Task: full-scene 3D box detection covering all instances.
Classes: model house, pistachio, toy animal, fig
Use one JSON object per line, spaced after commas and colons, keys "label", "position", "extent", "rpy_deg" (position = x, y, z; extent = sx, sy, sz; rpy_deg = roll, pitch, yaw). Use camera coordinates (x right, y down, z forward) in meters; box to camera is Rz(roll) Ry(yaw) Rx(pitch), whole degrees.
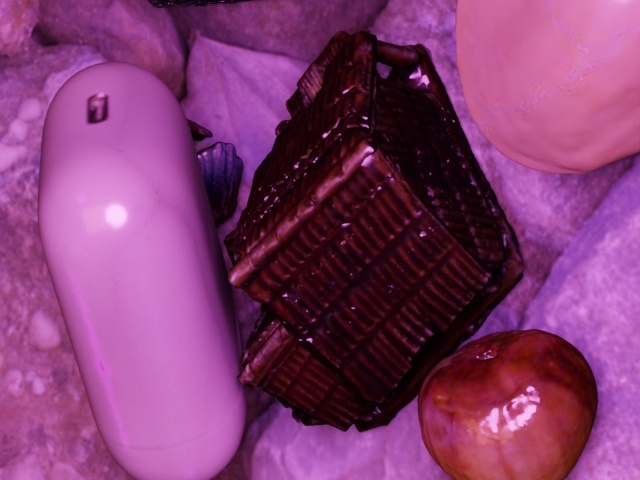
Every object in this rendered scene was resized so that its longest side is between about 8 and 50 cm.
{"label": "model house", "position": [0.000, 0.000, 1.556], "extent": [0.317, 0.282, 0.297], "rpy_deg": [-45, 72, 22]}
{"label": "pistachio", "position": [0.239, -0.209, 1.462], "extent": [0.238, 0.229, 0.321], "rpy_deg": [24, 116, -1]}
{"label": "toy animal", "position": [-0.184, -0.042, 1.751], "extent": [0.218, 0.116, 0.179], "rpy_deg": [4, 93, 22]}
{"label": "fig", "position": [0.176, 0.194, 1.546], "extent": [0.160, 0.143, 0.230], "rpy_deg": [-12, 84, 10]}

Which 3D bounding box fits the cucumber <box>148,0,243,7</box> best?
{"label": "cucumber", "position": [-0.096, -0.274, 1.724], "extent": [0.211, 0.062, 0.078], "rpy_deg": [-1, 92, 28]}

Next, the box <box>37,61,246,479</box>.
{"label": "box", "position": [-0.160, 0.031, 1.581], "extent": [0.141, 0.288, 0.349], "rpy_deg": [-13, 123, 0]}
